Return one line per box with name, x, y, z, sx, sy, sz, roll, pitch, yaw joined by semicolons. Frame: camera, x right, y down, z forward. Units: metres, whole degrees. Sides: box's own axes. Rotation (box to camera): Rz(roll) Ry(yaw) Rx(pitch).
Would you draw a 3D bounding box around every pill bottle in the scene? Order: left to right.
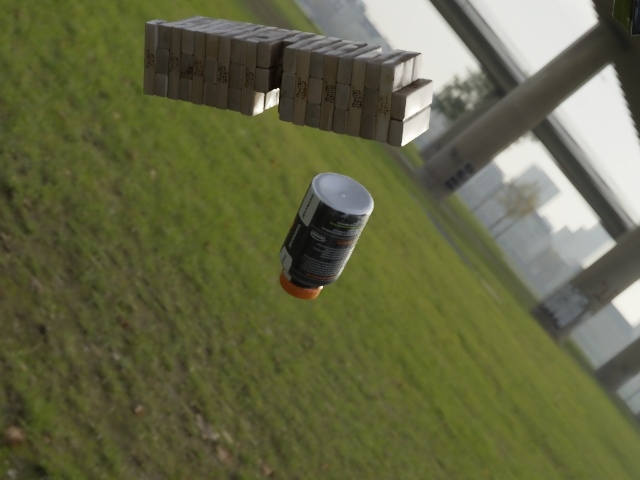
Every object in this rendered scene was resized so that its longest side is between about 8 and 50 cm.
pill bottle;0.000;0.000;2.181;0.130;0.245;0.130;17;34;-12

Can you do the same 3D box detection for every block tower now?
block tower;-0.040;-0.192;1.301;0.336;0.091;0.097;14;23;21

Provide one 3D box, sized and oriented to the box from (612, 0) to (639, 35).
box;0.463;-0.349;1.419;0.093;0.158;0.156;-93;-179;-64
